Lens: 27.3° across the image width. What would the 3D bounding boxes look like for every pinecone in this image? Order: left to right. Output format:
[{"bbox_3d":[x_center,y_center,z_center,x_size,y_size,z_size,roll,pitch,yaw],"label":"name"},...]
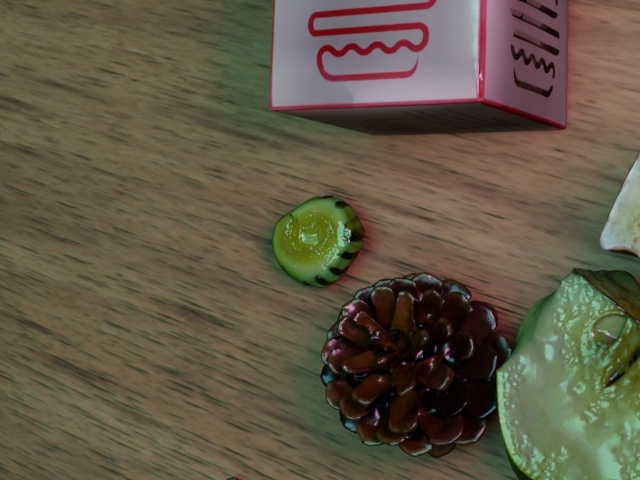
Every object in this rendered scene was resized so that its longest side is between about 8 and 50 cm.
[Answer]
[{"bbox_3d":[0.116,0.162,1.694,0.264,0.264,0.264,-4,83,30],"label":"pinecone"}]

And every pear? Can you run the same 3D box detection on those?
[{"bbox_3d":[0.354,0.205,1.601,0.286,0.176,0.282,41,107,31],"label":"pear"}]

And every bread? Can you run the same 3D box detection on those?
[{"bbox_3d":[0.000,0.000,1.881,0.139,0.071,0.130,-50,61,18],"label":"bread"}]

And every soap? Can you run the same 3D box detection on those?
[{"bbox_3d":[0.427,-0.039,1.521,0.089,0.274,0.173,30,100,28],"label":"soap"}]

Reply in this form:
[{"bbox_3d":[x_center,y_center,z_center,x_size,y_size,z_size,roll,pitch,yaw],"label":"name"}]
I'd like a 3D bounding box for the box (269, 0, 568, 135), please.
[{"bbox_3d":[0.136,-0.299,1.697,0.312,0.314,0.300,0,88,30],"label":"box"}]

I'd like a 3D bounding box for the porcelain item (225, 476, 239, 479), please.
[{"bbox_3d":[-0.209,0.404,1.969,0.216,0.069,0.081,-21,70,22],"label":"porcelain item"}]
